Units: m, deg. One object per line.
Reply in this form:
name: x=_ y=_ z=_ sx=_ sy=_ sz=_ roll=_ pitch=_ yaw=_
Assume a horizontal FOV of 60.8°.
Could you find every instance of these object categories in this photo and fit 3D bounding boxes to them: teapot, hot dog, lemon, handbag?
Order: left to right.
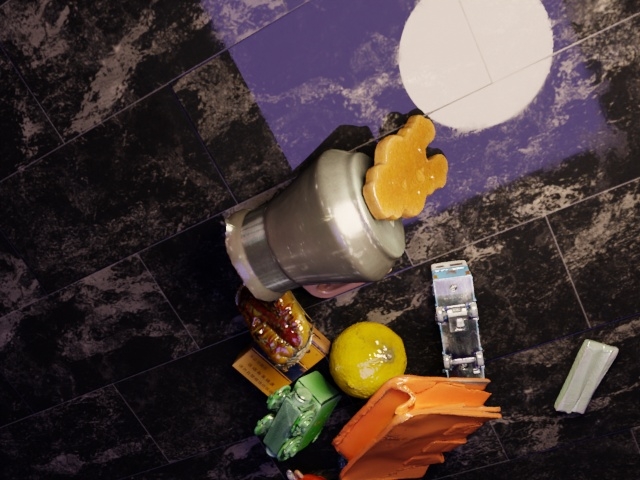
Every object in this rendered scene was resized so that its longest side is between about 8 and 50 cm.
hot dog: x=-0.124 y=0.196 z=1.395 sx=0.162 sy=0.082 sz=0.270 roll=-46 pitch=69 yaw=22
teapot: x=0.000 y=0.000 z=1.264 sx=0.361 sy=0.306 sz=0.376 roll=-21 pitch=137 yaw=26
lemon: x=0.119 y=0.305 z=1.389 sx=0.192 sy=0.192 sz=0.231 roll=35 pitch=153 yaw=-6
handbag: x=0.226 y=0.483 z=1.386 sx=0.303 sy=0.116 sz=0.410 roll=7 pitch=137 yaw=-23

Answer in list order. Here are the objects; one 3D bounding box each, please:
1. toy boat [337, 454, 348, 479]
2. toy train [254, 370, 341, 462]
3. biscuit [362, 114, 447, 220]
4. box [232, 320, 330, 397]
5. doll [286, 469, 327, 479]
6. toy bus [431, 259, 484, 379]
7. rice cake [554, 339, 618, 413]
toy boat: x=0.095 y=0.702 z=1.618 sx=0.103 sy=0.093 sz=0.246 roll=1 pitch=114 yaw=-14
toy train: x=-0.064 y=0.484 z=1.499 sx=0.132 sy=0.188 sz=0.243 roll=40 pitch=117 yaw=28
biscuit: x=0.178 y=-0.145 z=1.159 sx=0.044 sy=0.295 sz=0.186 roll=-11 pitch=110 yaw=45
box: x=-0.108 y=0.312 z=1.504 sx=0.152 sy=0.070 sz=0.237 roll=44 pitch=114 yaw=-9
doll: x=-0.039 y=0.771 z=1.677 sx=0.217 sy=0.085 sz=0.183 roll=-33 pitch=102 yaw=38
toy bus: x=0.338 y=0.204 z=1.349 sx=0.106 sy=0.131 sz=0.297 roll=-9 pitch=111 yaw=10
rice cake: x=0.680 y=0.356 z=1.404 sx=0.080 sy=0.042 sz=0.222 roll=13 pitch=113 yaw=-1
